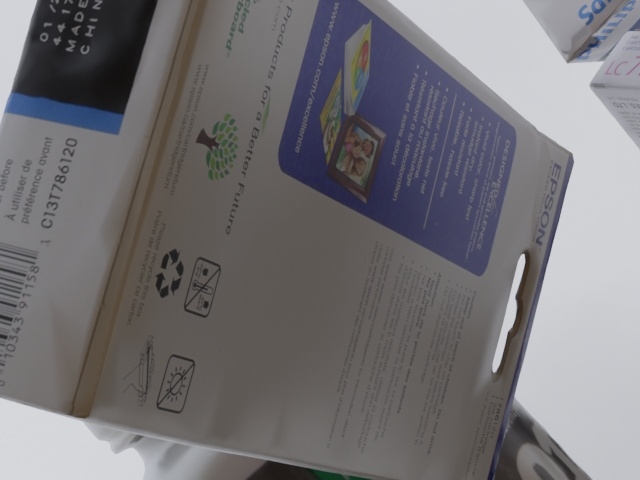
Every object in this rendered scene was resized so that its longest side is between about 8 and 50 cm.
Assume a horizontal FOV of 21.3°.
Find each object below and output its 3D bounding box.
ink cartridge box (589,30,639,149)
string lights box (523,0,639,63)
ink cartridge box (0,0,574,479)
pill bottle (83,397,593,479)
[{"bbox_3d":[0.340,-0.021,1.178,0.065,0.186,0.311,-51,-61,-16],"label":"ink cartridge box"},{"bbox_3d":[0.312,-0.227,1.492,0.260,0.077,0.133,-8,-30,-46],"label":"string lights box"},{"bbox_3d":[0.000,0.000,0.625,0.333,0.065,0.165,27,-104,-61],"label":"ink cartridge box"},{"bbox_3d":[0.029,0.150,0.953,0.204,0.204,0.361,-44,-90,-5],"label":"pill bottle"}]
